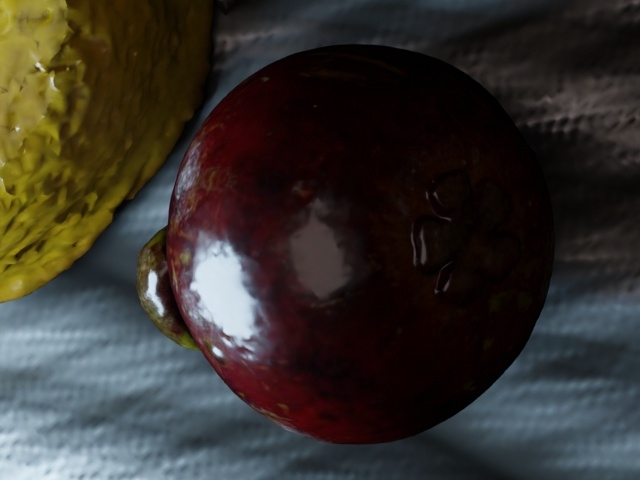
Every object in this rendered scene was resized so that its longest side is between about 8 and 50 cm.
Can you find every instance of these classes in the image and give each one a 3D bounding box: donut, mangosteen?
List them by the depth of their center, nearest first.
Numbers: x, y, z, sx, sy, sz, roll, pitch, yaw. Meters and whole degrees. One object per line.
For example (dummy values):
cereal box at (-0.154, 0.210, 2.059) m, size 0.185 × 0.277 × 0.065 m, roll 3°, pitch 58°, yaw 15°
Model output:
mangosteen at (0.000, 0.000, 1.044) m, size 0.257 × 0.215 × 0.215 m, roll 0°, pitch 96°, yaw 51°
donut at (-0.267, -0.178, 1.112) m, size 0.377 × 0.163 × 0.435 m, roll -38°, pitch 83°, yaw 15°
